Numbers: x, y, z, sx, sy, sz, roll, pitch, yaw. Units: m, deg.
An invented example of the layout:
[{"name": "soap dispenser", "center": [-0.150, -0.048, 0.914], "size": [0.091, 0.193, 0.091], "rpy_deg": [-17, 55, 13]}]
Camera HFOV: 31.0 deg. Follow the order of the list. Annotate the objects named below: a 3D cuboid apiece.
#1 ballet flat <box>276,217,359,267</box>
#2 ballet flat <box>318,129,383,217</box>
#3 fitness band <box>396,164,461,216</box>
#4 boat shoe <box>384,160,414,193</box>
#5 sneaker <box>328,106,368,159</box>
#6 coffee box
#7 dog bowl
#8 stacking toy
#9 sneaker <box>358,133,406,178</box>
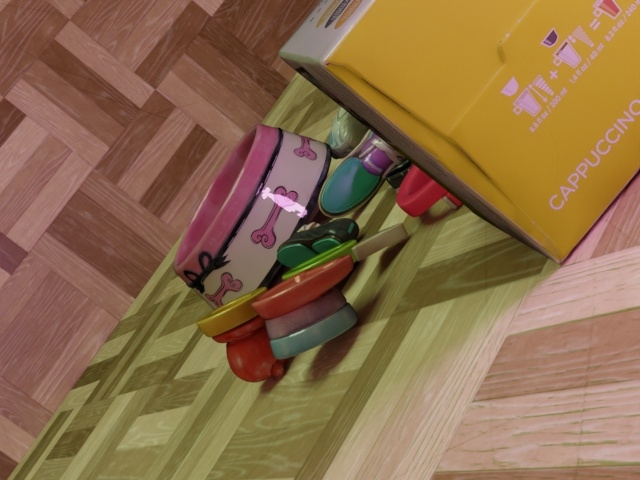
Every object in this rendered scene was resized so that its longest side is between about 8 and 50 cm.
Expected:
[{"name": "ballet flat", "center": [0.000, 0.000, 1.952], "size": [0.203, 0.074, 0.074], "rpy_deg": [-18, 35, 56]}, {"name": "ballet flat", "center": [0.087, -0.134, 2.035], "size": [0.248, 0.086, 0.086], "rpy_deg": [-51, 13, -7]}, {"name": "fitness band", "center": [0.222, -0.145, 1.654], "size": [0.291, 0.054, 0.209], "rpy_deg": [-46, 11, 16]}, {"name": "boat shoe", "center": [0.157, -0.124, 1.820], "size": [0.142, 0.040, 0.049], "rpy_deg": [-42, 16, 36]}, {"name": "sneaker", "center": [0.071, -0.256, 2.362], "size": [0.086, 0.085, 0.237], "rpy_deg": [-28, 25, 41]}, {"name": "coffee box", "center": [0.204, -0.228, 1.300], "size": [0.337, 0.338, 0.334], "rpy_deg": [-51, 14, 3]}, {"name": "dog bowl", "center": [-0.146, -0.051, 2.277], "size": [0.408, 0.150, 0.408], "rpy_deg": [-54, 14, 21]}, {"name": "stacking toy", "center": [-0.004, 0.104, 1.718], "size": [0.279, 0.130, 0.309], "rpy_deg": [-28, 4, -29]}, {"name": "sneaker", "center": [0.143, -0.168, 1.858], "size": [0.161, 0.102, 0.282], "rpy_deg": [-49, 2, -9]}]
